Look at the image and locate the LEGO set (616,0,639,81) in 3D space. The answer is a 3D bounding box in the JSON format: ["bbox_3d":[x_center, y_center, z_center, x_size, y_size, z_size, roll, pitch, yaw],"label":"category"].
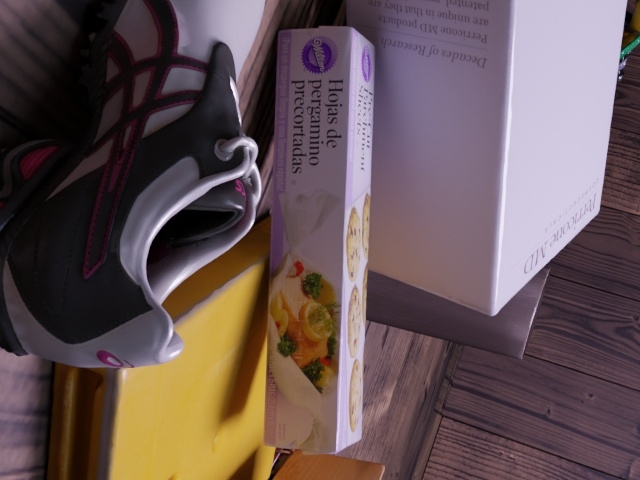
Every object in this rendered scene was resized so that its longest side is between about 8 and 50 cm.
[{"bbox_3d":[0.263,-0.329,0.942,0.255,0.192,0.331,-42,150,-28],"label":"LEGO set"}]

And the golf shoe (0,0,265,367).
[{"bbox_3d":[-0.073,-0.051,0.456,0.105,0.120,0.272,79,31,-55],"label":"golf shoe"}]

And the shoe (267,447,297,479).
[{"bbox_3d":[-0.025,0.230,0.981,0.081,0.063,0.178,-44,152,-68],"label":"shoe"}]

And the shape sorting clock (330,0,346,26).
[{"bbox_3d":[0.035,-0.150,0.839,0.206,0.040,0.206,17,90,-74],"label":"shape sorting clock"}]

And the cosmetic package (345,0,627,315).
[{"bbox_3d":[0.148,-0.192,0.769,0.230,0.161,0.453,-36,135,-40],"label":"cosmetic package"}]

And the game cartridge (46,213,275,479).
[{"bbox_3d":[-0.101,0.148,0.696,0.324,0.053,0.285,-42,145,-64],"label":"game cartridge"}]

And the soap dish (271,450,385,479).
[{"bbox_3d":[-0.061,0.331,0.747,0.290,0.118,0.229,-60,171,19],"label":"soap dish"}]

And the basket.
[{"bbox_3d":[0.179,0.063,1.188,0.204,0.227,0.154,71,39,-63],"label":"basket"}]

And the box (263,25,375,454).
[{"bbox_3d":[0.000,0.000,0.695,0.067,0.063,0.324,8,84,-71],"label":"box"}]
